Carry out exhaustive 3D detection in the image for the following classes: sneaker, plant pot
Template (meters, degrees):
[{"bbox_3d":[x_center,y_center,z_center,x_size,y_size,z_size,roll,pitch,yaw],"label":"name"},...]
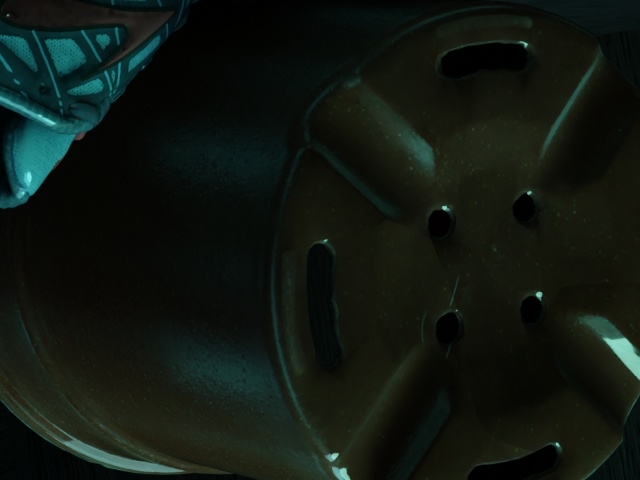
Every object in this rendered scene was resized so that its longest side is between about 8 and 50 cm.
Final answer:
[{"bbox_3d":[-0.113,-0.074,0.545,0.104,0.125,0.262,-6,-176,45],"label":"sneaker"},{"bbox_3d":[0.000,0.000,0.691,0.272,0.272,0.265,-11,-169,-29],"label":"plant pot"}]
